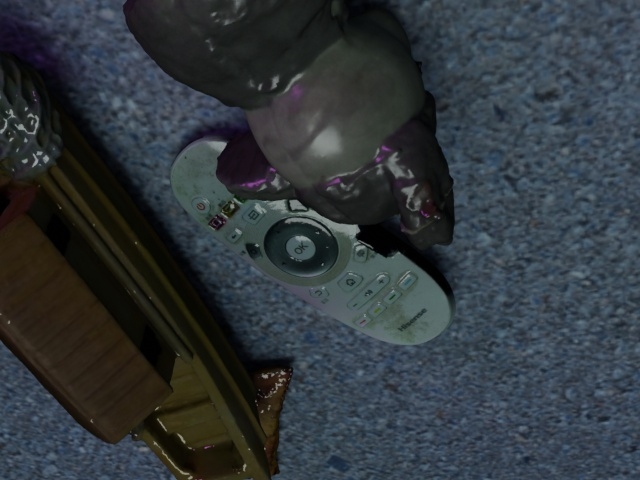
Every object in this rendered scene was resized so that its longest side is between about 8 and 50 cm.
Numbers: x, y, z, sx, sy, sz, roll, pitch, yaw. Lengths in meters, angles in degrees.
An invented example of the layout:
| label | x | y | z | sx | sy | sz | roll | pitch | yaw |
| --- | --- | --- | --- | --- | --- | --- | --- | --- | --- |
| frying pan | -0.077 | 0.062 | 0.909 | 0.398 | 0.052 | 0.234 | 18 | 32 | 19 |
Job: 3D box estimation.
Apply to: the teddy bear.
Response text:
| label | x | y | z | sx | sy | sz | roll | pitch | yaw |
| --- | --- | --- | --- | --- | --- | --- | --- | --- | --- |
| teddy bear | -0.017 | -0.106 | 0.595 | 0.171 | 0.144 | 0.251 | -7 | 132 | 37 |

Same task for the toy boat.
| label | x | y | z | sx | sy | sz | roll | pitch | yaw |
| --- | --- | --- | --- | --- | --- | --- | --- | --- | --- |
| toy boat | -0.168 | 0.048 | 0.709 | 0.136 | 0.162 | 0.445 | -21 | 126 | 17 |

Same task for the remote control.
| label | x | y | z | sx | sy | sz | roll | pitch | yaw |
| --- | --- | --- | --- | --- | --- | --- | --- | --- | --- |
| remote control | -0.001 | 0.001 | 0.735 | 0.256 | 0.045 | 0.097 | 35 | 123 | -20 |

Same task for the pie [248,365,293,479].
| label | x | y | z | sx | sy | sz | roll | pitch | yaw |
| --- | --- | --- | --- | --- | --- | --- | --- | --- | --- |
| pie | -0.074 | 0.176 | 0.894 | 0.092 | 0.034 | 0.169 | 1 | 130 | -3 |
